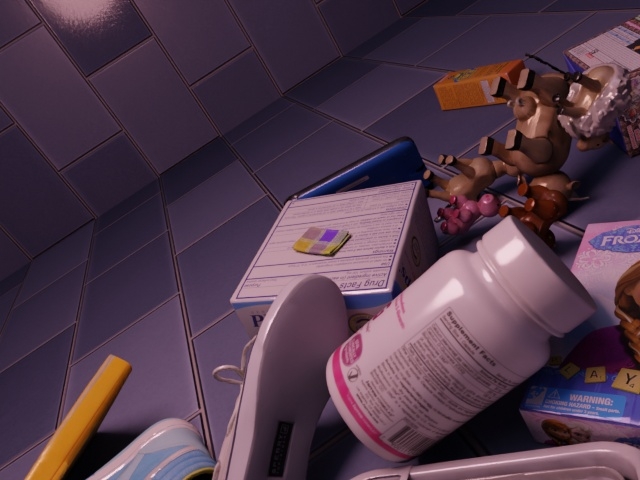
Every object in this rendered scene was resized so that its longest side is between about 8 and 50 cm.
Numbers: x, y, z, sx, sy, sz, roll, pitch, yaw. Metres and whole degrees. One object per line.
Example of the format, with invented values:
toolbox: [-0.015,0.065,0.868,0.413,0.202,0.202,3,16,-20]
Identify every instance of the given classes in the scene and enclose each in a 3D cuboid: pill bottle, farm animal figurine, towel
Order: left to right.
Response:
towel: [0.000,0.000,0.899,0.083,0.009,0.060,9,43,42]
pill bottle: [0.155,0.113,0.658,0.283,0.160,0.160,-44,22,21]
farm animal figurine: [0.338,-0.130,0.940,0.330,0.172,0.327,-130,56,-64]

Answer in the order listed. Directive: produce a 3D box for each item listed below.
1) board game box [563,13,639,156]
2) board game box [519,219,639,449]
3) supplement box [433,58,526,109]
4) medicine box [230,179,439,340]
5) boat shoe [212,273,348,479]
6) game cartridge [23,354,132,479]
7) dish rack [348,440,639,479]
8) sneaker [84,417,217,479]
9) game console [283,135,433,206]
board game box: [0.615,-0.306,0.983,0.291,0.141,0.232,-24,28,17]
board game box: [0.416,0.091,0.604,0.318,0.066,0.318,-5,37,44]
supplement box: [0.399,-0.387,1.432,0.078,0.080,0.233,-43,26,-25]
medicine box: [0.039,0.050,0.951,0.263,0.149,0.289,-7,35,25]
boat shoe: [-0.073,0.222,0.761,0.156,0.136,0.367,-8,65,54]
game cartridge: [-0.433,0.379,0.916,0.285,0.052,0.324,-52,12,39]
dish rack: [0.127,0.292,0.489,0.333,0.072,0.285,-19,4,25]
sneaker: [-0.261,0.393,0.761,0.319,0.127,0.208,-45,28,-22]
game console: [0.077,-0.132,1.254,0.293,0.250,0.173,-28,53,10]
